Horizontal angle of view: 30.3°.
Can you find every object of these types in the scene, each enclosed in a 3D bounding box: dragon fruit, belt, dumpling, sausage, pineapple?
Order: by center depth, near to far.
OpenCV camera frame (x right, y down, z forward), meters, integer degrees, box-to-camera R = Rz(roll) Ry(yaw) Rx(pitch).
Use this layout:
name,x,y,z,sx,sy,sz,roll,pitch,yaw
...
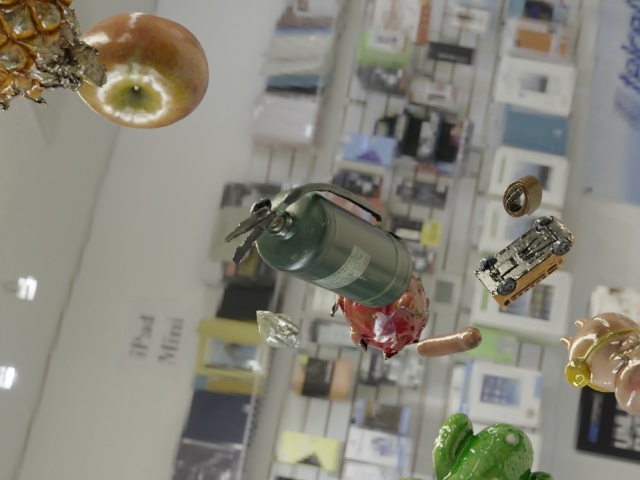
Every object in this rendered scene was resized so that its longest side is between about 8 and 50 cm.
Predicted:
name,x,y,z,sx,sy,sz,roll,pitch,yaw
pineapple,-0.376,-0.219,1.522,0.250,0.164,0.140,-36,12,48
dragon fruit,0.089,0.087,1.661,0.133,0.136,0.165,19,136,63
dumpling,-0.062,0.137,1.774,0.057,0.052,0.076,5,108,58
belt,0.344,-0.072,2.011,0.036,0.059,0.083,-25,-21,-29
sausage,0.228,0.177,2.052,0.186,0.043,0.043,-24,52,61

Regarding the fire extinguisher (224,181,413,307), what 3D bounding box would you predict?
name,x,y,z,sx,sy,sz,roll,pitch,yaw
fire extinguisher,0.000,0.000,1.239,0.118,0.093,0.294,-51,-30,8

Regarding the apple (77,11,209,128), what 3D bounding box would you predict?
name,x,y,z,sx,sy,sz,roll,pitch,yaw
apple,-0.316,-0.305,2.080,0.210,0.235,0.173,-42,35,41

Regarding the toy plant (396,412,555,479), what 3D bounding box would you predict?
name,x,y,z,sx,sy,sz,roll,pitch,yaw
toy plant,0.235,0.421,1.959,0.316,0.224,0.184,-32,-17,-31

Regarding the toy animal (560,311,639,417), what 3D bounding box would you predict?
name,x,y,z,sx,sy,sz,roll,pitch,yaw
toy animal,0.510,0.207,1.967,0.165,0.248,0.149,-54,-35,0

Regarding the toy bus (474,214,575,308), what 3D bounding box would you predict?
name,x,y,z,sx,sy,sz,roll,pitch,yaw
toy bus,0.401,0.041,2.280,0.088,0.194,0.083,50,-175,-49
